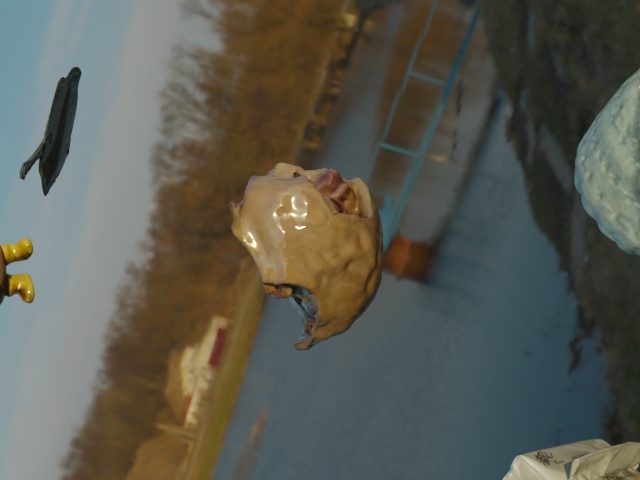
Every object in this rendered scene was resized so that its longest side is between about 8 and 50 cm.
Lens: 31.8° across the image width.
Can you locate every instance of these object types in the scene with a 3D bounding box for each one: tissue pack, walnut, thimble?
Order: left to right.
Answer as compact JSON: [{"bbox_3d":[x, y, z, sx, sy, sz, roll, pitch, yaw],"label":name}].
[{"bbox_3d":[0.003,0.011,1.219,0.238,0.141,0.204,-53,-52,-79],"label":"walnut"},{"bbox_3d":[0.348,0.321,1.408,0.229,0.159,0.145,4,-58,-52],"label":"tissue pack"},{"bbox_3d":[0.418,-0.095,1.330,0.172,0.205,0.250,120,155,-46],"label":"thimble"}]

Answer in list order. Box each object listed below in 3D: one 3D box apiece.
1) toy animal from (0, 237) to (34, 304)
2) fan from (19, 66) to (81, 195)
[{"bbox_3d":[-0.456,0.045,1.324,0.156,0.230,0.156,12,104,63],"label":"toy animal"},{"bbox_3d":[-0.285,-0.106,1.183,0.220,0.009,0.132,-84,6,-66],"label":"fan"}]
